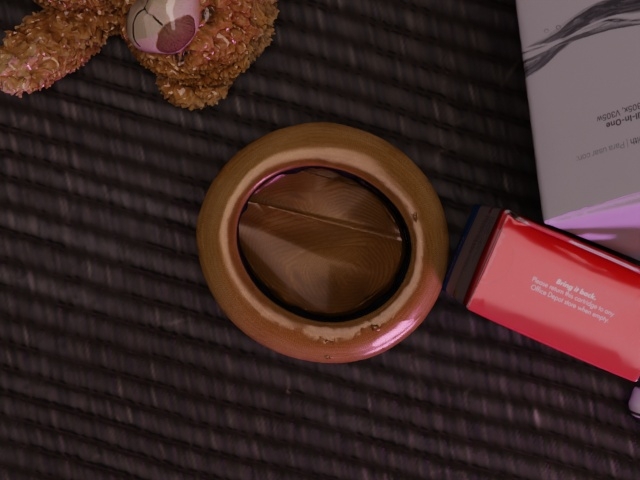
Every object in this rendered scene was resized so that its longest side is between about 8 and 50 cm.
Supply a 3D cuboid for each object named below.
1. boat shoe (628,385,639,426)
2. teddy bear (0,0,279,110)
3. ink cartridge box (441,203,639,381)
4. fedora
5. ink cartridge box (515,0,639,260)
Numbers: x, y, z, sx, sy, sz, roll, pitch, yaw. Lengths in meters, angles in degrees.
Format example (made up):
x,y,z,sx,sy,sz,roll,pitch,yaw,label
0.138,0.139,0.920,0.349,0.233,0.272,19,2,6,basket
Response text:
x,y,z,sx,sy,sz,roll,pitch,yaw,label
0.333,0.184,1.292,0.219,0.078,0.070,26,91,-4,boat shoe
-0.189,-0.232,1.245,0.245,0.113,0.338,-38,93,3,teddy bear
0.171,0.035,1.204,0.134,0.231,0.078,23,92,-2,ink cartridge box
0.000,0.000,1.275,0.194,0.079,0.194,-1,95,-7,fedora
0.237,-0.138,1.156,0.121,0.211,0.289,-17,68,35,ink cartridge box
